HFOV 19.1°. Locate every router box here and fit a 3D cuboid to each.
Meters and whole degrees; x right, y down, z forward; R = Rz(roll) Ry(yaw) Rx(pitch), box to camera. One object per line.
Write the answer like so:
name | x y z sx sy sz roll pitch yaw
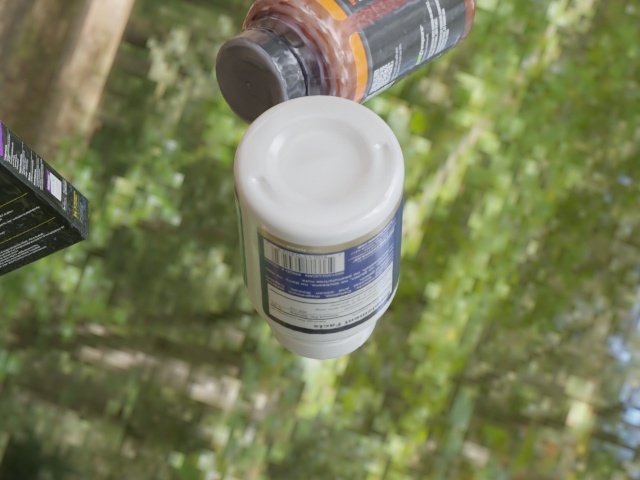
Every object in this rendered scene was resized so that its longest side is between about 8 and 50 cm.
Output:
router box | -0.297 -0.018 1.538 0.179 0.133 0.046 -22 -130 19

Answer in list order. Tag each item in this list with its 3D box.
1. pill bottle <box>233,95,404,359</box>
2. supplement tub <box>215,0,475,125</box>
pill bottle | 0.000 0.000 1.093 0.169 0.094 0.094 89 14 -59
supplement tub | 0.016 -0.151 1.378 0.198 0.106 0.106 -33 161 -37
